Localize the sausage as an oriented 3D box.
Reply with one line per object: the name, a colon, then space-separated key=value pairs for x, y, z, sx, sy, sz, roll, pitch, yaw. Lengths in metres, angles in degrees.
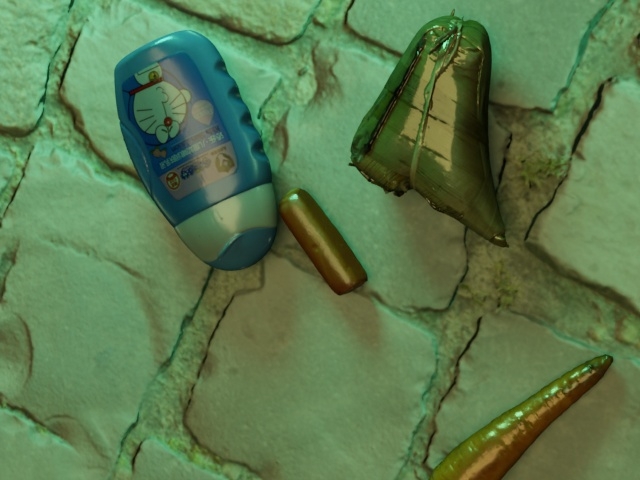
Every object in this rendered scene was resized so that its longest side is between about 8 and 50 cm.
sausage: x=0.000 y=0.000 z=1.454 sx=0.131 sy=0.041 sz=0.039 roll=54 pitch=130 yaw=8

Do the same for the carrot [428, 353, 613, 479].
carrot: x=0.202 y=0.201 z=1.396 sx=0.257 sy=0.061 sz=0.061 roll=-45 pitch=80 yaw=14

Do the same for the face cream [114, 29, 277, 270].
face cream: x=-0.133 y=-0.091 z=1.470 sx=0.149 sy=0.083 sz=0.264 roll=-26 pitch=87 yaw=22

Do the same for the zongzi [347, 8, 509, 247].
zongzi: x=0.148 y=-0.112 z=1.361 sx=0.197 sy=0.099 sz=0.194 roll=34 pitch=111 yaw=15
